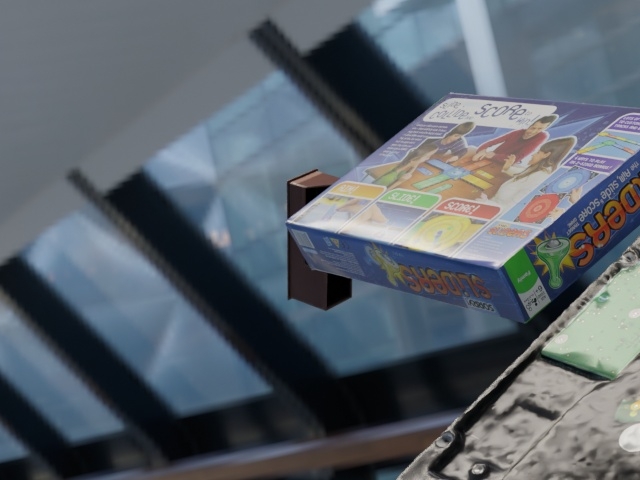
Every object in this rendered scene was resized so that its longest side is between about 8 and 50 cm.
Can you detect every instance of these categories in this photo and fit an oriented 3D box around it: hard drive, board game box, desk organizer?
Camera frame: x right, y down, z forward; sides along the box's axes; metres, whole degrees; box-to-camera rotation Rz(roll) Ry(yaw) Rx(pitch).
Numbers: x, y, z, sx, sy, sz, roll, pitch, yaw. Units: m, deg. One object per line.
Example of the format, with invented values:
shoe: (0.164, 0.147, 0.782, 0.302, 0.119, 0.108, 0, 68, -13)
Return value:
hard drive: (0.220, 0.098, 0.973, 0.339, 0.064, 0.237, -43, 35, -24)
board game box: (0.086, -0.024, 0.902, 0.136, 0.035, 0.201, -38, 24, -20)
desk organizer: (0.000, 0.000, 1.708, 0.050, 0.130, 0.047, 18, 29, 36)
